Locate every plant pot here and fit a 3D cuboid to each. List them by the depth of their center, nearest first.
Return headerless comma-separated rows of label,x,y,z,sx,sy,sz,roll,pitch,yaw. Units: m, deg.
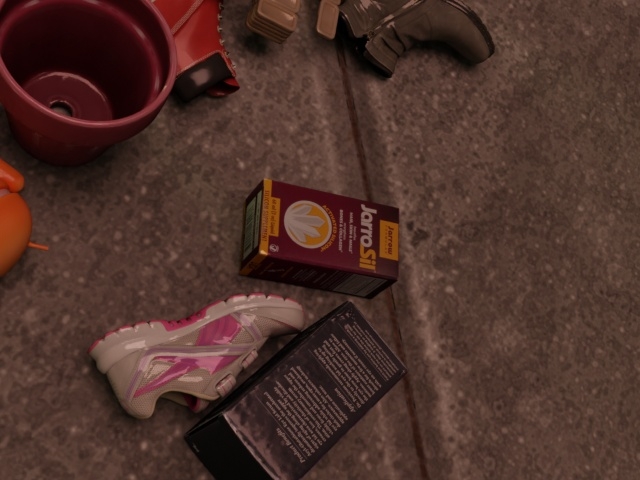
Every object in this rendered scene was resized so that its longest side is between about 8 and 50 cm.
plant pot,-0.281,-0.179,1.057,0.201,0.180,0.201,9,66,-20

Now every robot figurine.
robot figurine,-0.400,-0.035,0.977,0.219,0.158,0.128,41,99,-4

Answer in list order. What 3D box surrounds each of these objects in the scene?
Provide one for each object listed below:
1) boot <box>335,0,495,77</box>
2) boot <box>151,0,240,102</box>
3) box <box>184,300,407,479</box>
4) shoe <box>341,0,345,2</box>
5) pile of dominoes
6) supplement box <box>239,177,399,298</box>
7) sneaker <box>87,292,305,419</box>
boot,0.131,-0.300,1.359,0.246,0.083,0.161,37,79,-25
boot,-0.144,-0.292,1.229,0.176,0.088,0.244,47,55,-13
box,-0.029,0.184,1.041,0.207,0.153,0.108,-40,90,-30
shoe,0.091,-0.400,1.384,0.219,0.058,0.076,-20,79,-29
pile of dominoes,-0.058,-0.392,1.268,0.196,0.040,0.251,22,61,-25
supplement box,0.000,0.000,1.169,0.188,0.081,0.104,11,65,-20
sneaker,-0.129,0.134,1.054,0.252,0.103,0.111,-15,80,-22
